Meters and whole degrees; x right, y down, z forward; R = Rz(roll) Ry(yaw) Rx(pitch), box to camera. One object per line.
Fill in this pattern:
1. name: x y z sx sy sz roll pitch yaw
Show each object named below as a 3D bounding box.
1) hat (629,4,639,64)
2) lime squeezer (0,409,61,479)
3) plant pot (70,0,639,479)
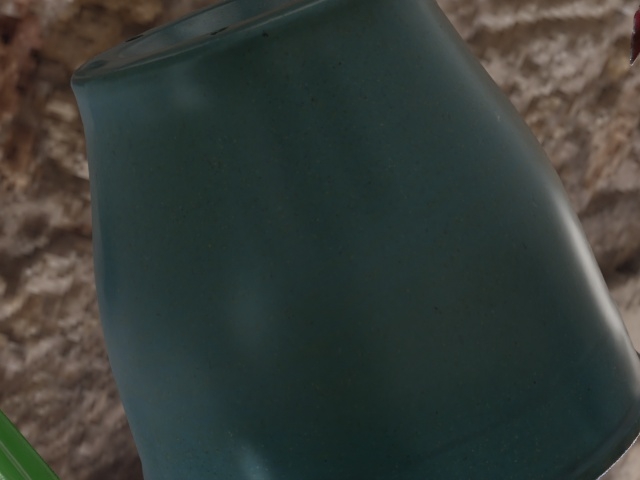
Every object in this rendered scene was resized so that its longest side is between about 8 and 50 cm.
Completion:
1. hat: 0.189 -0.146 0.431 0.208 0.173 0.183 22 160 38
2. lime squeezer: -0.195 -0.010 0.464 0.310 0.110 0.059 22 -161 21
3. plant pot: 0.000 0.000 0.812 0.271 0.255 0.272 -20 -166 5
